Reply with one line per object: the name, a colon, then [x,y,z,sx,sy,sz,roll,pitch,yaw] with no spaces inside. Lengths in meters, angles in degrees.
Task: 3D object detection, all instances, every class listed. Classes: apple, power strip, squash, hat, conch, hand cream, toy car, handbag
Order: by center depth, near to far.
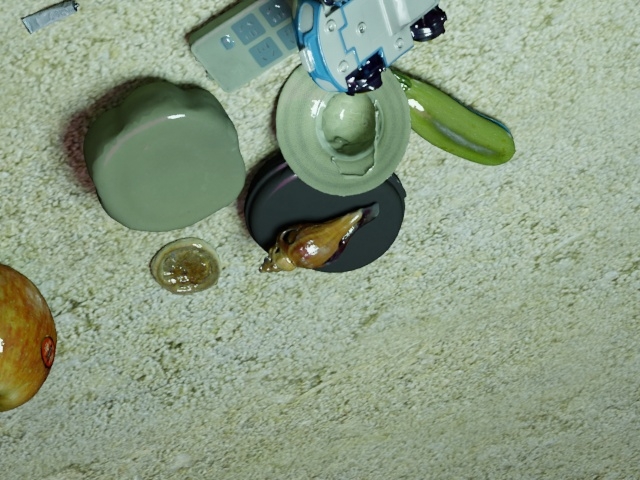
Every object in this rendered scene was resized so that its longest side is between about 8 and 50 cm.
toy car: [0.059,-0.359,1.793,0.314,0.166,0.198,-42,128,-28]
hand cream: [-0.420,-0.353,1.828,0.093,0.019,0.030,-19,134,10]
power strip: [-0.088,-0.346,1.900,0.270,0.046,0.118,-31,131,12]
hat: [0.055,-0.204,2.007,0.252,0.252,0.110,-43,168,21]
squash: [0.218,-0.210,2.072,0.341,0.094,0.094,25,120,-34]
conch: [0.000,0.006,2.076,0.232,0.080,0.086,-11,139,-8]
apple: [-0.610,0.190,2.080,0.277,0.250,0.309,-23,134,4]
handbag: [0.011,-0.061,2.138,0.308,0.093,0.254,18,121,-27]

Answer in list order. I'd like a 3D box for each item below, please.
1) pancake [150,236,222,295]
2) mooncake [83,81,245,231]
pancake: [-0.253,0.053,2.209,0.139,0.022,0.139,-7,131,-8]
mooncake: [-0.263,-0.143,1.970,0.275,0.135,0.275,-10,131,-12]
